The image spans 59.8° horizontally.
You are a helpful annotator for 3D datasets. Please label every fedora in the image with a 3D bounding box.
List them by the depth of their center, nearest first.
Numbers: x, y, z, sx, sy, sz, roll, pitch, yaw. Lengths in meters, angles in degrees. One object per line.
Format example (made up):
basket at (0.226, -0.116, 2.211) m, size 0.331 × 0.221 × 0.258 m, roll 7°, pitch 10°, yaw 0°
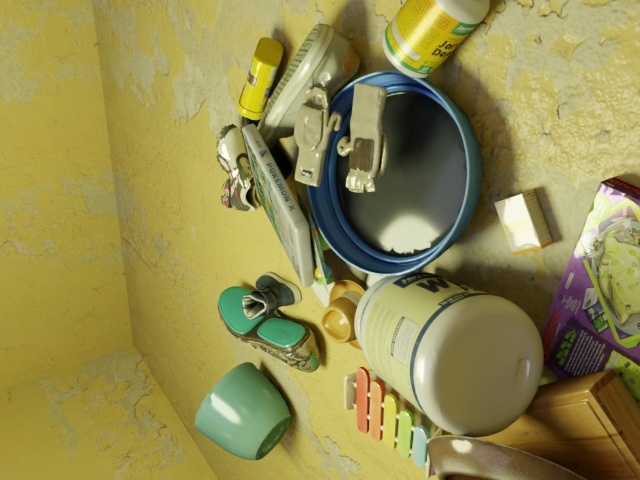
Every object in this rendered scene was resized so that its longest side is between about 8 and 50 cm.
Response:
fedora at (0.058, 0.187, 1.310) m, size 0.194 × 0.079 × 0.195 m, roll 31°, pitch 131°, yaw 45°

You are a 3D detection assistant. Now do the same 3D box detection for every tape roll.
tape roll at (0.074, 0.021, 1.341) m, size 0.392 × 0.072 × 0.392 m, roll 31°, pitch 129°, yaw 46°

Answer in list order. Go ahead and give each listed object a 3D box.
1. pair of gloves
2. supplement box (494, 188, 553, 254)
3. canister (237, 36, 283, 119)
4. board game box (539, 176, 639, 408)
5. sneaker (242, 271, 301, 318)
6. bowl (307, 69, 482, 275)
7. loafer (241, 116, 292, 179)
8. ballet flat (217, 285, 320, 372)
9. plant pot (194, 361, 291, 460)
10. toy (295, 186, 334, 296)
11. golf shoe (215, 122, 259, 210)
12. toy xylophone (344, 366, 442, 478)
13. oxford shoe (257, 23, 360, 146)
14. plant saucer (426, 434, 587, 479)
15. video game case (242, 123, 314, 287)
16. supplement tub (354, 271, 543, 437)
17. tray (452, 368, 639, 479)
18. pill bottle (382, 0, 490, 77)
pair of gloves at (0.040, -0.201, 1.093) m, size 0.240 × 0.042 × 0.204 m, roll 13°, pitch 107°, yaw 44°
supplement box at (0.346, -0.031, 0.948) m, size 0.062 × 0.036 × 0.099 m, roll -20°, pitch 89°, yaw 57°
canister at (-0.152, -0.413, 1.419) m, size 0.170 × 0.073 × 0.126 m, roll 120°, pitch 164°, yaw -47°
board game box at (0.463, 0.103, 0.837) m, size 0.208 × 0.056 × 0.347 m, roll 35°, pitch 133°, yaw 37°
sneaker at (-0.186, 0.168, 1.714) m, size 0.226 × 0.163 × 0.086 m, roll 10°, pitch 115°, yaw 55°
bowl at (0.134, -0.128, 1.094) m, size 0.391 × 0.077 × 0.392 m, roll 6°, pitch 99°, yaw 43°
loafer at (-0.159, -0.255, 1.538) m, size 0.078 × 0.076 × 0.223 m, roll -42°, pitch 74°, yaw 47°
ballet flat at (-0.170, 0.301, 1.784) m, size 0.482 × 0.164 × 0.182 m, roll 21°, pitch 142°, yaw 48°
plant pot at (-0.246, 0.610, 1.926) m, size 0.235 × 0.293 × 0.293 m, roll 33°, pitch 133°, yaw 23°
toy at (0.000, 0.000, 1.308) m, size 0.137 × 0.056 × 0.237 m, roll -119°, pitch 16°, yaw -58°
golf shoe at (-0.238, -0.216, 1.677) m, size 0.120 × 0.105 × 0.273 m, roll 19°, pitch 127°, yaw 30°
toy xylophone at (0.182, 0.411, 1.369) m, size 0.322 × 0.081 × 0.236 m, roll 17°, pitch 119°, yaw 51°
oxford shoe at (-0.049, -0.318, 1.300) m, size 0.449 × 0.130 × 0.169 m, roll -36°, pitch 36°, yaw 57°
plant saucer at (0.320, 0.418, 0.919) m, size 0.310 × 0.050 × 0.311 m, roll 19°, pitch 149°, yaw 12°
video game case at (-0.096, -0.072, 1.349) m, size 0.300 × 0.036 × 0.329 m, roll 62°, pitch 169°, yaw 24°
supplement tub at (0.214, 0.187, 1.025) m, size 0.325 × 0.235 × 0.236 m, roll -159°, pitch 56°, yaw -69°
tray at (0.400, 0.370, 0.987) m, size 0.203 × 0.076 × 0.411 m, roll 59°, pitch 152°, yaw 11°
pill bottle at (0.201, -0.376, 0.914) m, size 0.118 × 0.117 × 0.208 m, roll 64°, pitch 146°, yaw 11°
